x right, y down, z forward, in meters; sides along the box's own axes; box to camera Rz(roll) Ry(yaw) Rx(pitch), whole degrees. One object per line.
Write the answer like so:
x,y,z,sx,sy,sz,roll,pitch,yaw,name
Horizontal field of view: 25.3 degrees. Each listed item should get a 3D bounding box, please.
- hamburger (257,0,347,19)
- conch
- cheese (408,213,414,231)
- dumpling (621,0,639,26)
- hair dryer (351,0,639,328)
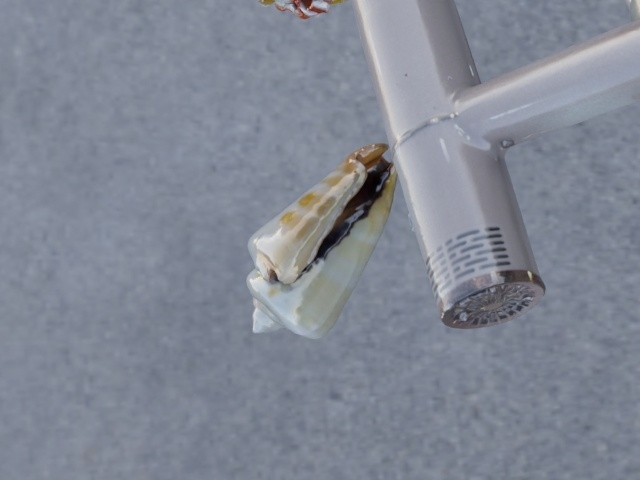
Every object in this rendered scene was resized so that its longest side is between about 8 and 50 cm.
0.000,-0.342,1.261,0.227,0.151,0.295,40,133,-1,hamburger
-0.009,-0.002,1.651,0.127,0.158,0.255,21,72,40,conch
0.167,-0.048,1.865,0.162,0.036,0.086,-28,78,54,cheese
0.460,-0.314,1.749,0.293,0.163,0.204,42,153,53,dumpling
0.114,-0.093,0.650,0.220,0.054,0.195,-35,58,36,hair dryer
